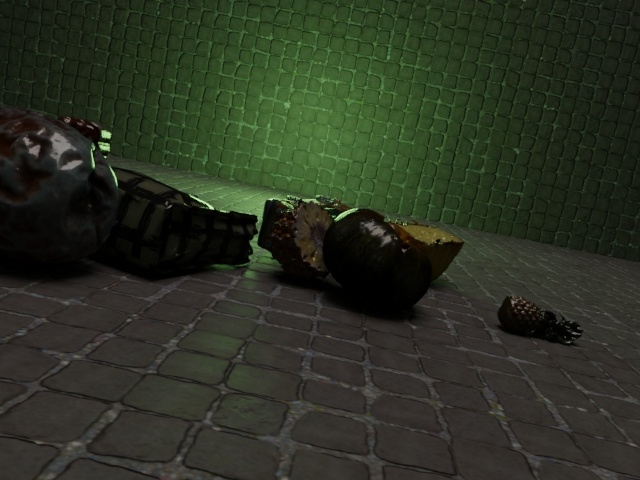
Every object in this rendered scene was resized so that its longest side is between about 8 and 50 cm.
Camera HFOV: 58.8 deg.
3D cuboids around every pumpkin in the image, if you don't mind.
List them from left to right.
[{"bbox_3d":[0.108,0.040,1.116,0.238,0.159,0.238,33,9,-6],"label":"pumpkin"}]

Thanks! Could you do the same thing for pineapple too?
[{"bbox_3d":[-0.050,0.013,1.206,0.137,0.161,0.176,-18,-39,36],"label":"pineapple"},{"bbox_3d":[0.437,0.161,1.125,0.160,0.074,0.074,20,9,0],"label":"pineapple"}]

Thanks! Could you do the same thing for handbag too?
[{"bbox_3d":[-0.330,-0.043,1.163,0.326,0.162,0.327,20,4,26],"label":"handbag"}]

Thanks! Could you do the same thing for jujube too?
[{"bbox_3d":[-0.494,-0.094,0.935,0.308,0.246,0.215,12,-2,19],"label":"jujube"}]

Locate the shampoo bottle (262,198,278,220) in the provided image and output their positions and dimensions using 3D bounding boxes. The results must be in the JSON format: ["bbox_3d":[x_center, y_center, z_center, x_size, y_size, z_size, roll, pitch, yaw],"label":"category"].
[{"bbox_3d":[-0.069,-0.080,1.931,0.246,0.080,0.079,13,11,14],"label":"shampoo bottle"}]

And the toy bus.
[{"bbox_3d":[-0.008,-0.022,1.404,0.167,0.138,0.275,30,20,31],"label":"toy bus"}]

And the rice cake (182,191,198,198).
[{"bbox_3d":[-0.543,-0.151,1.821,0.337,0.066,0.063,15,9,18],"label":"rice cake"}]

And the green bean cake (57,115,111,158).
[{"bbox_3d":[-0.721,-0.241,1.637,0.199,0.232,0.097,16,5,1],"label":"green bean cake"}]

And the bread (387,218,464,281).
[{"bbox_3d":[0.243,0.033,1.443,0.160,0.147,0.261,25,14,26],"label":"bread"}]
